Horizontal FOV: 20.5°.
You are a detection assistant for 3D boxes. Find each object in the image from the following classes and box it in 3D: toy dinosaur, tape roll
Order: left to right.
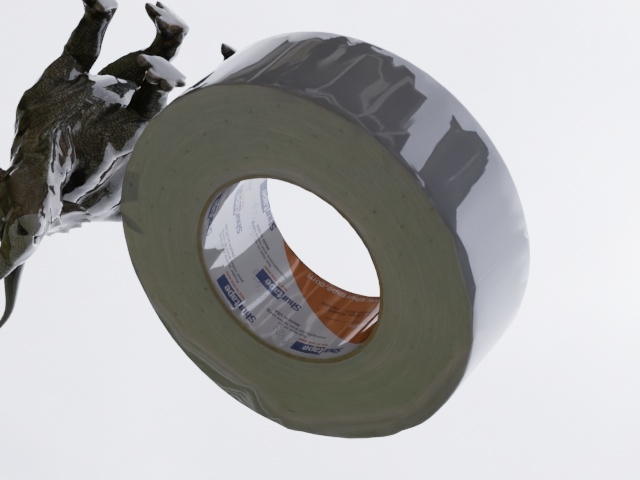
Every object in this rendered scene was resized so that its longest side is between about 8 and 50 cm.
[{"bbox_3d":[-0.129,-0.065,1.109,0.121,0.313,0.160,43,-69,12],"label":"toy dinosaur"},{"bbox_3d":[0.000,0.000,0.962,0.219,0.072,0.219,18,-52,25],"label":"tape roll"}]
